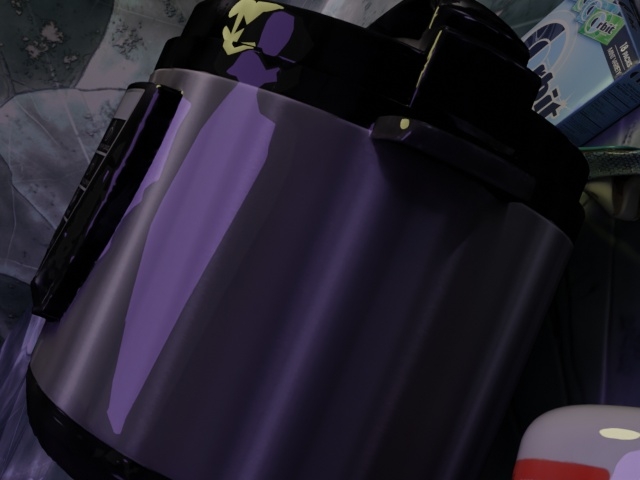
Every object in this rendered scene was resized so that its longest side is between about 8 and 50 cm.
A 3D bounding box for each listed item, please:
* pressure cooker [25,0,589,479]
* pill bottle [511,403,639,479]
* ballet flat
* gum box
[{"bbox_3d":[0.005,0.002,0.613,0.370,0.375,0.420,23,89,32],"label":"pressure cooker"},{"bbox_3d":[0.149,0.249,0.330,0.181,0.181,0.322,-13,54,58],"label":"pill bottle"},{"bbox_3d":[0.250,-0.044,0.572,0.188,0.070,0.070,2,67,66],"label":"ballet flat"},{"bbox_3d":[0.230,-0.154,0.736,0.184,0.041,0.157,-39,34,39],"label":"gum box"}]
